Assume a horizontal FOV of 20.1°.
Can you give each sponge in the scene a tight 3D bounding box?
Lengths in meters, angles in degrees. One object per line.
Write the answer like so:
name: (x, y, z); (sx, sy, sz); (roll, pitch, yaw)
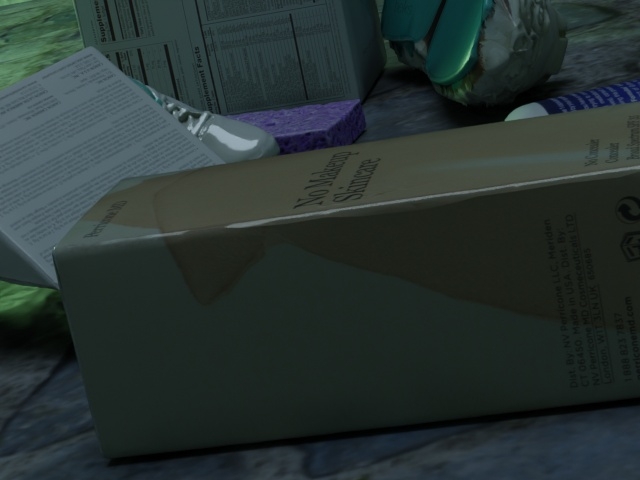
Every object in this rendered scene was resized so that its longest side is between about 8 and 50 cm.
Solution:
sponge: (-0.073, -0.087, 1.601); (0.210, 0.031, 0.117); (-6, 16, 19)

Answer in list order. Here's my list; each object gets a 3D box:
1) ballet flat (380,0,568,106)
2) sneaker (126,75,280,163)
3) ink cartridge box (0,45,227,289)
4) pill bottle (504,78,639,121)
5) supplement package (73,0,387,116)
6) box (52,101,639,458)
ballet flat: (0.159, -0.202, 1.687); (0.147, 0.147, 0.409); (-13, 16, -5)
sneaker: (-0.135, -0.095, 1.501); (0.212, 0.094, 0.080); (8, 43, 31)
ink cartridge box: (-0.141, -0.016, 1.187); (0.225, 0.056, 0.181); (42, 45, 14)
pill bottle: (0.164, -0.034, 1.075); (0.187, 0.112, 0.112); (-12, 15, -6)
supplement package: (-0.089, -0.232, 1.821); (0.263, 0.198, 0.199); (-8, 16, 12)
box: (0.034, 0.020, 0.955); (0.311, 0.121, 0.148); (-8, 16, 11)
